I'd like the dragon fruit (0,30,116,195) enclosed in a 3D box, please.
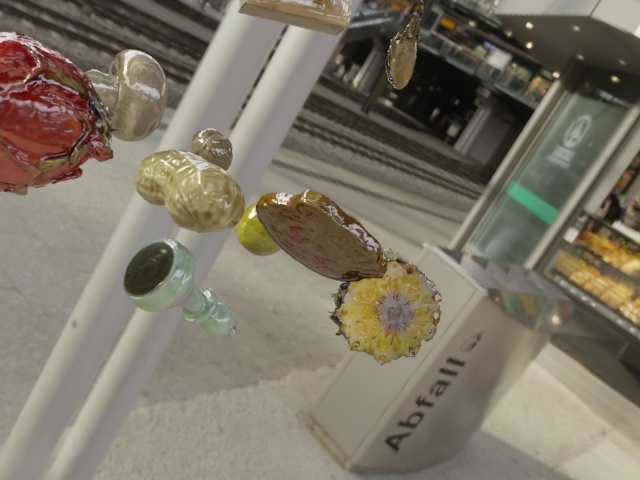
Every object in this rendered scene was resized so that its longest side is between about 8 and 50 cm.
[{"bbox_3d":[-0.529,-0.212,1.184,0.343,0.277,0.277,-13,24,-7],"label":"dragon fruit"}]

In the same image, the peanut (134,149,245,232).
[{"bbox_3d":[-0.279,-0.106,1.465,0.325,0.153,0.140,21,3,40],"label":"peanut"}]

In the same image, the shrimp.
[{"bbox_3d":[0.205,-0.512,1.818,0.066,0.262,0.117,-20,50,-27],"label":"shrimp"}]

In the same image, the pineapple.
[{"bbox_3d":[0.131,0.125,1.673,0.263,0.262,0.271,28,9,-13],"label":"pineapple"}]

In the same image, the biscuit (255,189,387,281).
[{"bbox_3d":[-0.001,0.002,1.384,0.257,0.049,0.273,-1,-35,48],"label":"biscuit"}]

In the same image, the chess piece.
[{"bbox_3d":[-0.245,0.119,1.350,0.139,0.139,0.271,44,-4,44],"label":"chess piece"}]

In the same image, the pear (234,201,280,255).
[{"bbox_3d":[-0.147,-0.035,1.872,0.148,0.162,0.149,53,13,-18],"label":"pear"}]

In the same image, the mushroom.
[{"bbox_3d":[-0.438,-0.321,1.528,0.204,0.204,0.204,29,13,-8],"label":"mushroom"}]

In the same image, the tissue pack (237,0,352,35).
[{"bbox_3d":[-0.075,-0.728,2.039,0.306,0.238,0.238,8,20,-15],"label":"tissue pack"}]

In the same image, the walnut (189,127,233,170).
[{"bbox_3d":[-0.340,-0.275,2.186,0.140,0.140,0.162,32,-26,7],"label":"walnut"}]

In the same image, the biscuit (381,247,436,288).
[{"bbox_3d":[0.185,0.074,1.945,0.187,0.036,0.273,6,-20,41],"label":"biscuit"}]
